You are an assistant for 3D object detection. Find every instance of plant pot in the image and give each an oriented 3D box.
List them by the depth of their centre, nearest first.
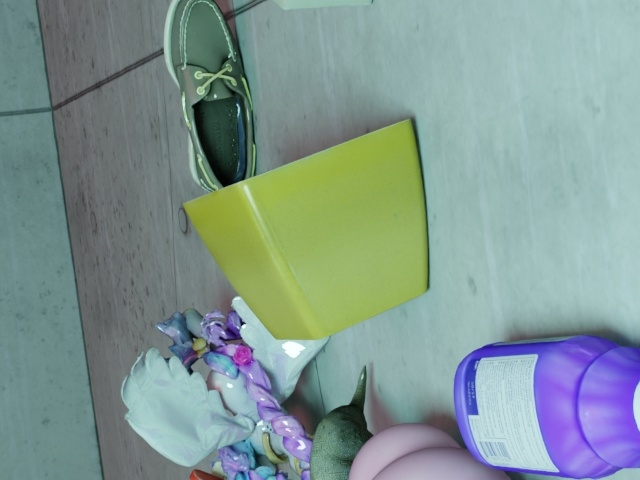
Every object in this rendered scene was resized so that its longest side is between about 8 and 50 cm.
[{"bbox_3d":[0.000,0.000,1.318,0.212,0.212,0.187,-11,99,67],"label":"plant pot"}]

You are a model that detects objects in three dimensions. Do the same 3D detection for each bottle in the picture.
[{"bbox_3d":[0.213,0.137,0.987,0.283,0.092,0.118,161,99,-67],"label":"bottle"}]

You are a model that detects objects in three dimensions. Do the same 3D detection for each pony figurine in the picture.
[{"bbox_3d":[-0.104,0.199,1.597,0.351,0.303,0.363,55,162,-22],"label":"pony figurine"}]

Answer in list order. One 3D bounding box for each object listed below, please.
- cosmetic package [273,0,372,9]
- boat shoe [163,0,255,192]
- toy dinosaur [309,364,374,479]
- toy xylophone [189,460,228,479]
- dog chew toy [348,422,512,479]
[{"bbox_3d":[-0.008,-0.424,1.284,0.160,0.113,0.309,-130,39,-51],"label":"cosmetic package"},{"bbox_3d":[-0.152,-0.209,1.711,0.091,0.109,0.305,-149,48,-61],"label":"boat shoe"},{"bbox_3d":[0.043,0.268,1.325,0.121,0.160,0.313,-26,49,48],"label":"toy dinosaur"},{"bbox_3d":[-0.054,0.425,1.621,0.081,0.236,0.323,-60,33,5],"label":"toy xylophone"},{"bbox_3d":[0.122,0.296,1.143,0.332,0.207,0.206,-123,32,-60],"label":"dog chew toy"}]
